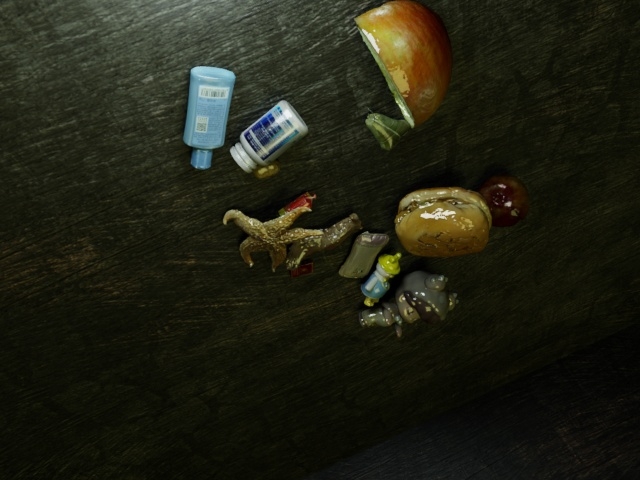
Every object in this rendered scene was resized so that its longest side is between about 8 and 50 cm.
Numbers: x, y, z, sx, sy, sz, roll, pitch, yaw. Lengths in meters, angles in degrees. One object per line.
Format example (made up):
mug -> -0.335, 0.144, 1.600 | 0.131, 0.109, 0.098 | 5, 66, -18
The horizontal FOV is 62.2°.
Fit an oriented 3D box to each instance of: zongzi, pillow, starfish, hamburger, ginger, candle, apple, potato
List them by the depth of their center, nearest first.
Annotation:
apple -> 0.227, -0.447, 1.343 | 0.179, 0.254, 0.346 | 1, 152, 32
potato -> -0.149, -0.200, 1.465 | 0.083, 0.040, 0.051 | -15, 129, -15
zongzi -> 0.189, -0.349, 1.497 | 0.130, 0.062, 0.154 | -47, 123, -8
starfish -> -0.136, -0.006, 1.601 | 0.303, 0.060, 0.299 | -19, 134, 21
candle -> -0.068, -0.101, 1.602 | 0.131, 0.052, 0.052 | -35, 139, 8
ginger -> 0.002, -0.001, 1.734 | 0.290, 0.084, 0.122 | -29, 163, -1
hamburger -> 0.415, -0.049, 1.775 | 0.305, 0.174, 0.284 | -4, 151, 24
pillow -> 0.150, 0.056, 1.888 | 0.131, 0.038, 0.232 | 2, 134, -27

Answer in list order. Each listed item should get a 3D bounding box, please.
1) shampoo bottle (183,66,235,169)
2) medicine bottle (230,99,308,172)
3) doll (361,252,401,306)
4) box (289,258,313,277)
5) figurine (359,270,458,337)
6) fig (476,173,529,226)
shampoo bottle -> -0.277, -0.289, 1.290 | 0.104, 0.061, 0.258 | -3, 134, -26
medicine bottle -> -0.134, -0.261, 1.358 | 0.192, 0.107, 0.107 | -37, 138, 11
doll -> 0.224, 0.137, 1.967 | 0.135, 0.098, 0.241 | 7, 131, -28
box -> -0.066, 0.095, 1.827 | 0.082, 0.023, 0.051 | -15, 139, -14
figurine -> 0.342, 0.252, 2.088 | 0.381, 0.203, 0.248 | -25, 134, 16
fig -> 0.684, -0.133, 1.873 | 0.290, 0.190, 0.190 | 5, 130, -30
